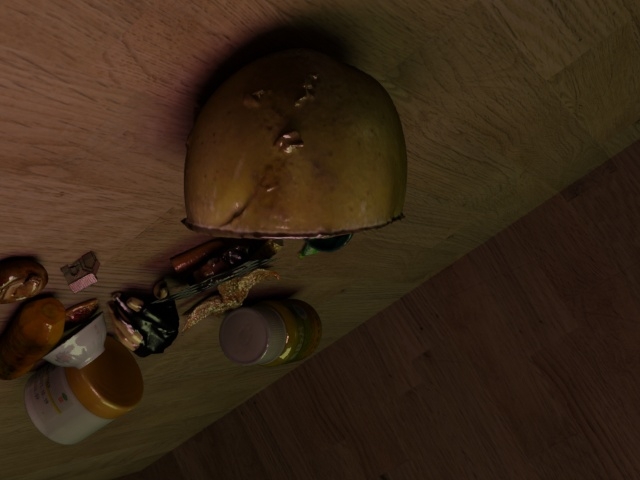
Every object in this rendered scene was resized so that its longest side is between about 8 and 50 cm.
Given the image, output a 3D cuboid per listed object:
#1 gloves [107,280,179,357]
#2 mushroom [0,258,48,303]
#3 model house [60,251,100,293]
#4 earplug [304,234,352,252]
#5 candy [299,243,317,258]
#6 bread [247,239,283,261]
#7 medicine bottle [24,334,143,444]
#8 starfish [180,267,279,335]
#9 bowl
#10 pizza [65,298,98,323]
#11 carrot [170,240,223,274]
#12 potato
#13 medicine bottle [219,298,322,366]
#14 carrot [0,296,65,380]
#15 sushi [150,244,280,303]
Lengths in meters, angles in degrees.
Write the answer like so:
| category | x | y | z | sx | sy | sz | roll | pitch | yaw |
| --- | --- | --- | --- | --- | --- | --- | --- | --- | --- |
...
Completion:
| category | x | y | z | sx | sy | sz | roll | pitch | yaw |
| --- | --- | --- | --- | --- | --- | --- | --- | --- | --- |
| gloves | -0.458 | 0.207 | 2.032 | 0.197 | 0.152 | 0.301 | -53 | 150 | -12 |
| mushroom | -0.617 | 0.089 | 1.540 | 0.127 | 0.087 | 0.127 | -27 | 158 | -12 |
| model house | -0.523 | 0.073 | 1.680 | 0.083 | 0.058 | 0.057 | -27 | 161 | -5 |
| earplug | 0.024 | -0.092 | 1.967 | 0.280 | 0.164 | 0.257 | -15 | 123 | -66 |
| candy | -0.001 | -0.001 | 2.297 | 0.102 | 0.032 | 0.178 | -16 | 159 | -25 |
| bread | -0.155 | 0.024 | 2.077 | 0.110 | 0.066 | 0.060 | -42 | 171 | 27 |
| medicine bottle | -0.654 | 0.411 | 2.102 | 0.232 | 0.237 | 0.238 | -33 | 161 | 16 |
| starfish | -0.304 | 0.183 | 2.258 | 0.293 | 0.084 | 0.301 | -39 | 163 | 23 |
| bowl | -0.604 | 0.269 | 1.917 | 0.189 | 0.086 | 0.189 | -35 | -172 | 6 |
| pizza | -0.595 | 0.179 | 1.902 | 0.099 | 0.029 | 0.100 | -34 | 162 | 12 |
| carrot | -0.310 | 0.039 | 1.926 | 0.139 | 0.048 | 0.048 | -26 | 162 | -14 |
| potato | -0.040 | -0.184 | 1.388 | 0.386 | 0.319 | 0.442 | 7 | -170 | 29 |
| medicine bottle | -0.163 | 0.309 | 2.544 | 0.224 | 0.224 | 0.384 | -35 | 164 | 18 |
| carrot | -0.692 | 0.238 | 1.792 | 0.114 | 0.114 | 0.302 | -8 | 154 | -47 |
| sushi | -0.273 | 0.078 | 1.961 | 0.294 | 0.059 | 0.292 | -24 | 175 | 9 |
